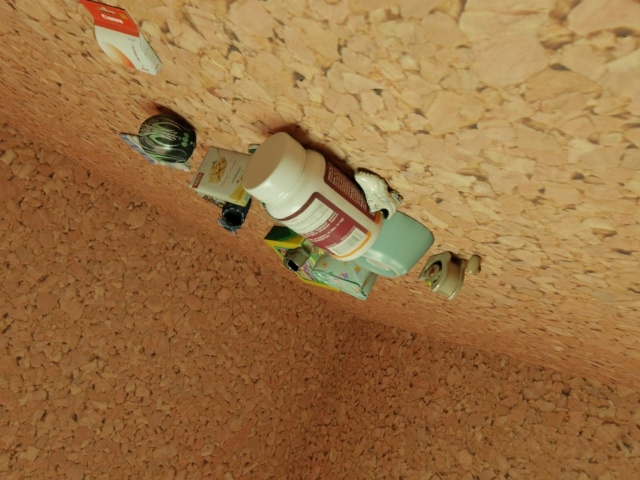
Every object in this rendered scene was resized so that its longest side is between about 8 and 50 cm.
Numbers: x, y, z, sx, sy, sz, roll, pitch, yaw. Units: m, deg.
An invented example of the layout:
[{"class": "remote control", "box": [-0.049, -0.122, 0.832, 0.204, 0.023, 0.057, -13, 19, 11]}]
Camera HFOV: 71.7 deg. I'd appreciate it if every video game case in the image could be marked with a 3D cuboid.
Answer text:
[{"class": "video game case", "box": [-0.478, -0.199, 2.157, 0.232, 0.042, 0.210, 30, 165, -21]}]

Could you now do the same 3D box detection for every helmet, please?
[{"class": "helmet", "box": [-0.511, -0.337, 1.461, 0.161, 0.169, 0.169, 16, 176, -43]}]

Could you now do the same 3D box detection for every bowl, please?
[{"class": "bowl", "box": [0.214, 0.017, 1.524, 0.311, 0.163, 0.311, 24, 166, 6]}]

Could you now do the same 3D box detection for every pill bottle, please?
[{"class": "pill bottle", "box": [-0.018, -0.120, 1.281, 0.392, 0.224, 0.224, 35, 163, -35]}]

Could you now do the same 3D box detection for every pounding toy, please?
[{"class": "pounding toy", "box": [0.466, 0.141, 1.562, 0.154, 0.154, 0.269, 27, 167, -7]}]

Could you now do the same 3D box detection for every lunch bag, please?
[{"class": "lunch bag", "box": [0.112, 0.093, 1.845, 0.262, 0.223, 0.160, 18, 158, 29]}]

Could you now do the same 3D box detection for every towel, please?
[{"class": "towel", "box": [-0.716, -0.381, 1.916, 0.285, 0.034, 0.209, 17, 163, 31]}]

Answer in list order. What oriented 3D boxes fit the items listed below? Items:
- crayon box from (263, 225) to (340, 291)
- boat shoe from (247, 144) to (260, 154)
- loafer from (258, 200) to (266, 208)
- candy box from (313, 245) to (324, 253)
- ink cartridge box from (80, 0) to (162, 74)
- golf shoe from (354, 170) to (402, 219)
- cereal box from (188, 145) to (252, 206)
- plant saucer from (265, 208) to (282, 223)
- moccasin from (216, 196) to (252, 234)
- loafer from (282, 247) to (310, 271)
[{"class": "crayon box", "box": [-0.071, 0.088, 2.245, 0.313, 0.106, 0.363, 7, 144, 49]}, {"class": "boat shoe", "box": [-0.176, -0.267, 1.389, 0.142, 0.040, 0.049, 17, 164, 28]}, {"class": "loafer", "box": [-0.149, -0.176, 1.496, 0.112, 0.112, 0.319, 5, 174, -16]}, {"class": "candy box", "box": [0.000, 0.000, 1.862, 0.027, 0.105, 0.206, 9, 180, -7]}, {"class": "ink cartridge box", "box": [-0.496, -0.496, 1.091, 0.145, 0.045, 0.179, 21, 168, 14]}, {"class": "golf shoe", "box": [0.157, -0.125, 1.253, 0.176, 0.086, 0.069, 34, 166, -26]}, {"class": "cereal box", "box": [-0.321, -0.225, 1.524, 0.240, 0.173, 0.047, 17, 164, 27]}, {"class": "plant saucer", "box": [-0.175, -0.109, 1.985, 0.195, 0.037, 0.195, 23, 165, 6]}, {"class": "moccasin", "box": [-0.413, -0.114, 2.051, 0.137, 0.117, 0.342, 22, 152, -7]}, {"class": "loafer", "box": [-0.132, 0.099, 2.098, 0.094, 0.087, 0.251, 40, 156, -7]}]
